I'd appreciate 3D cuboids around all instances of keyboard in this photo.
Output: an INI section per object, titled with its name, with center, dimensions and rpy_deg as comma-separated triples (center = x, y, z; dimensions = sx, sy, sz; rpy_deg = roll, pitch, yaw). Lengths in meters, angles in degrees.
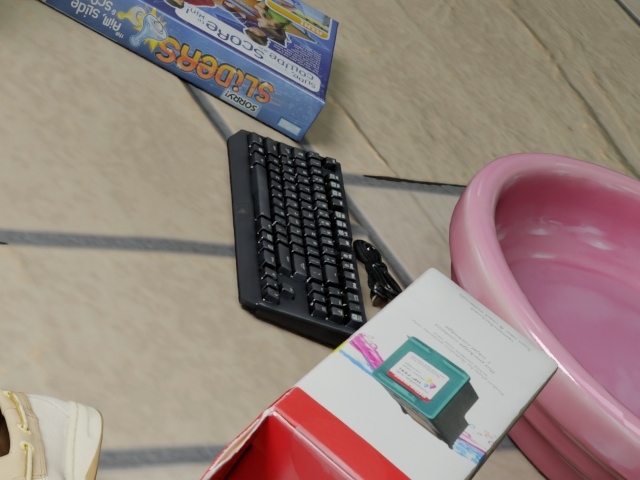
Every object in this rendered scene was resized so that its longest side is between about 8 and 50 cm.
[keyboard]
center = 0.000, 0.000, 1.052
dimensions = 0.108, 0.023, 0.180
rpy_deg = 23, 30, -20

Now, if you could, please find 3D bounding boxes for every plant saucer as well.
[plant saucer]
center = 0.209, 0.082, 1.080
dimensions = 0.332, 0.084, 0.332
rpy_deg = 26, 28, -15

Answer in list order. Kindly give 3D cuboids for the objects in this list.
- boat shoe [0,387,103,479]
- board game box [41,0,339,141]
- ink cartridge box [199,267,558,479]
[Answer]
[boat shoe]
center = -0.122, 0.112, 0.703
dimensions = 0.059, 0.063, 0.170
rpy_deg = 24, 20, -14
[board game box]
center = -0.086, -0.153, 1.190
dimensions = 0.201, 0.035, 0.136
rpy_deg = 29, 28, -10
[ink cartridge box]
center = 0.002, 0.112, 0.751
dimensions = 0.078, 0.134, 0.231
rpy_deg = 39, 28, 8
